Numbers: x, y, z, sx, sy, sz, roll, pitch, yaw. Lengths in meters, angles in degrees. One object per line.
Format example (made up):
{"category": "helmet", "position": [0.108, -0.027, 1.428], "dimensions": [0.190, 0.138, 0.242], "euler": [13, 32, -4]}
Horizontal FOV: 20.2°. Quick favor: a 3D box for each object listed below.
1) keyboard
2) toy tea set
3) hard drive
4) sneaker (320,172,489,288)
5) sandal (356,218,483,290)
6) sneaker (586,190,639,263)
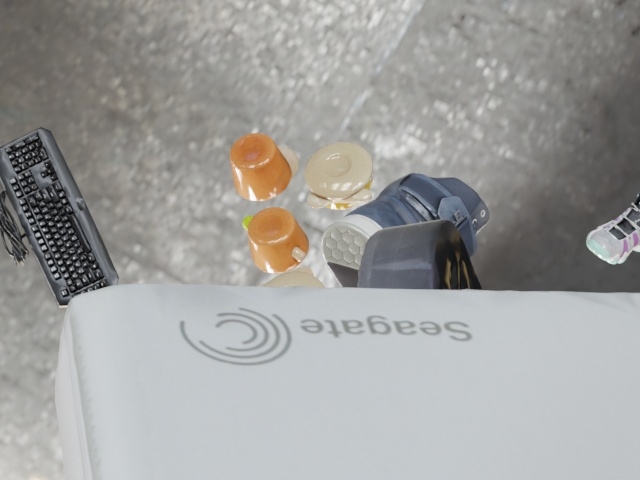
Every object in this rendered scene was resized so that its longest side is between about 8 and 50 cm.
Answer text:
{"category": "keyboard", "position": [-0.292, -0.019, 1.876], "dimensions": [0.100, 0.038, 0.192], "euler": [-28, 77, 4]}
{"category": "toy tea set", "position": [0.000, 0.000, 2.198], "dimensions": [0.200, 0.336, 0.124], "euler": [-18, 142, 2]}
{"category": "hard drive", "position": [0.079, 0.130, 0.360], "dimensions": [0.233, 0.353, 0.047], "euler": [2, 123, -15]}
{"category": "sneaker", "position": [0.107, 0.050, 1.558], "dimensions": [0.086, 0.163, 0.226], "euler": [-17, 105, 39]}
{"category": "sandal", "position": [0.074, 0.089, 0.629], "dimensions": [0.054, 0.097, 0.254], "euler": [-8, 145, 16]}
{"category": "sneaker", "position": [0.264, -0.020, 1.508], "dimensions": [0.038, 0.098, 0.069], "euler": [41, 121, 19]}
